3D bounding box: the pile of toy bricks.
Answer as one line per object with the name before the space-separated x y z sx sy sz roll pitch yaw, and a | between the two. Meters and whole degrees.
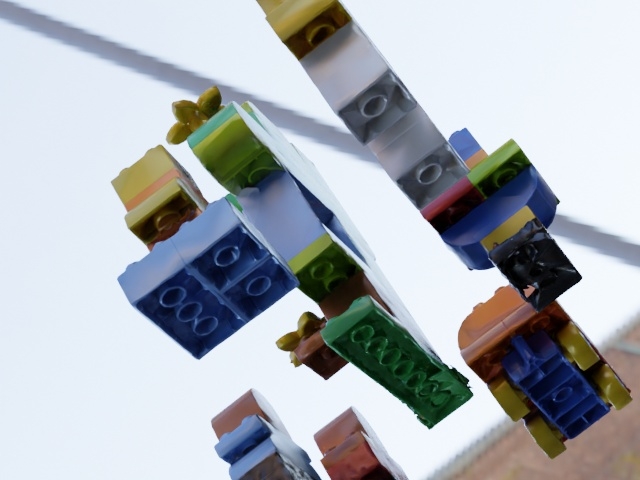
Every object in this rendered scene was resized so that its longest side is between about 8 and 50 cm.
pile of toy bricks | 0.000 0.000 0.487 0.118 0.105 0.212 -37 -38 5
